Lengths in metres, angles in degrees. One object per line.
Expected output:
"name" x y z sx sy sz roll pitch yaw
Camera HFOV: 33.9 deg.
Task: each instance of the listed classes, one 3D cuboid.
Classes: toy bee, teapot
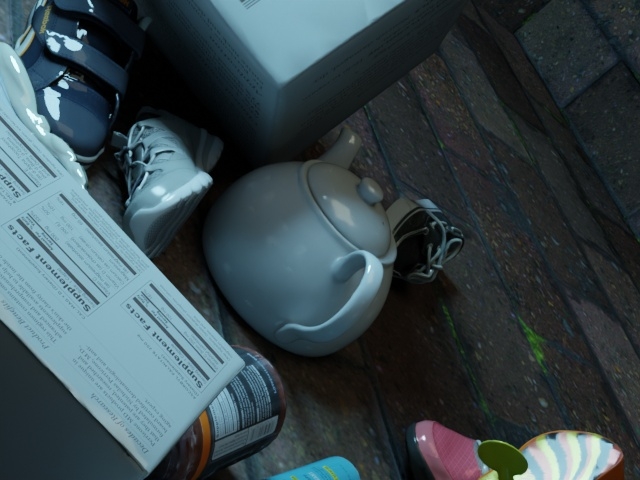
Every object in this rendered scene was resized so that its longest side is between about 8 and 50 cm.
"toy bee" 0.174 0.286 1.103 0.298 0.195 0.162 -19 35 -39
"teapot" 0.000 0.000 1.214 0.256 0.187 0.252 57 26 16

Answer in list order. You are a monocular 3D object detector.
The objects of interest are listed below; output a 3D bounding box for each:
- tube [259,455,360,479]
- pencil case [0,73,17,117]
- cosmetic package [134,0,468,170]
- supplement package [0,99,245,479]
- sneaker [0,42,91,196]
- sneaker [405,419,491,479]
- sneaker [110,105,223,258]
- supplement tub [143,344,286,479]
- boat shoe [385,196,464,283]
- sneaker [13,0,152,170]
"tube" -0.041 0.247 0.958 0.207 0.052 0.080 -8 55 -54
"pencil case" -0.300 -0.102 0.853 0.124 0.113 0.273 -13 74 -31
"cosmetic package" -0.034 -0.333 1.289 0.329 0.327 0.393 52 -11 4
"supplement package" -0.227 0.070 0.697 0.262 0.204 0.145 48 29 -2
"sneaker" -0.301 -0.065 0.950 0.118 0.107 0.279 -13 59 -42
"sneaker" 0.233 0.287 1.240 0.314 0.136 0.116 38 25 -21
"sneaker" -0.186 -0.070 1.138 0.115 0.105 0.281 34 16 -12
"supplement tub" -0.119 0.153 0.889 0.106 0.106 0.198 55 25 14
"boat shoe" 0.140 0.010 1.525 0.105 0.113 0.306 39 12 14
"sneaker" -0.266 -0.214 1.164 0.126 0.127 0.321 33 30 -35
